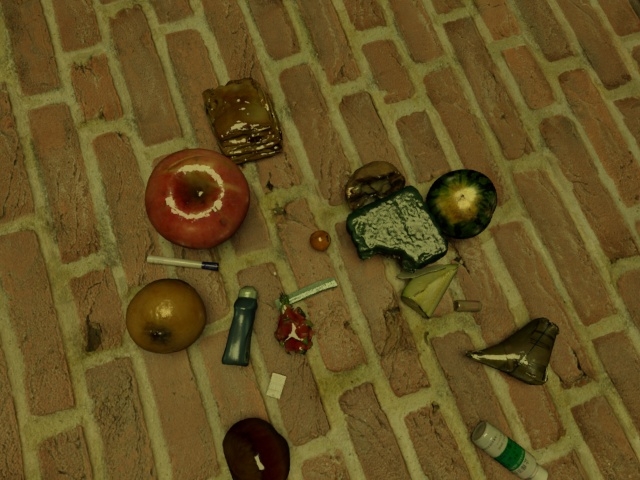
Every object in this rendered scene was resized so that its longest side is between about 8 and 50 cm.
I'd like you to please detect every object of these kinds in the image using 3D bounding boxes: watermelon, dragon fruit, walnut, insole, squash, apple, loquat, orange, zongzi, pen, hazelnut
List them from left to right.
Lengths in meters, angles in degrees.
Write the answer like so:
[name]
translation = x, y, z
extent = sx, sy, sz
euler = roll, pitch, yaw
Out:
[loquat]
translation = -0.524, 0.261, 1.499
extent = 0.264, 0.263, 0.262
euler = 1, 76, -4
[pen]
translation = -0.518, 0.085, 1.653
extent = 0.270, 0.033, 0.033
euler = 6, 76, -2
[apple]
translation = -0.435, -0.143, 1.569
extent = 0.365, 0.364, 0.363
euler = 1, 76, -4
[hazelnut]
translation = -0.205, 0.702, 1.443
extent = 0.217, 0.217, 0.251
euler = -39, 58, -12
[dragon fruit]
translation = -0.101, 0.296, 1.564
extent = 0.135, 0.137, 0.235
euler = -14, 95, -22
[orange]
translation = -0.001, 0.000, 1.686
extent = 0.084, 0.083, 0.083
euler = 1, 76, -4
[walnut]
translation = 0.203, -0.233, 1.703
extent = 0.239, 0.204, 0.141
euler = -15, 64, -8
[insole]
translation = 0.389, 0.119, 1.694
extent = 0.192, 0.063, 0.010
euler = -14, 111, -4
[squash]
translation = 0.409, 0.144, 1.663
extent = 0.169, 0.093, 0.252
euler = 45, 73, -39
[watermelon]
translation = 0.532, -0.138, 1.669
extent = 0.270, 0.269, 0.268
euler = 1, 76, -4
[zongzi]
translation = 0.707, 0.369, 1.626
extent = 0.290, 0.123, 0.260
euler = 25, 71, 6

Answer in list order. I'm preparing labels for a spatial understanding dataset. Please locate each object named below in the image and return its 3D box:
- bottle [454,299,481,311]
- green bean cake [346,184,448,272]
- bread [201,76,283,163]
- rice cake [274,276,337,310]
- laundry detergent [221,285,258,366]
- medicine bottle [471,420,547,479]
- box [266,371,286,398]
[bottle]
translation = 0.564, 0.250, 1.680
extent = 0.097, 0.045, 0.045
euler = 2, 76, -4
[green bean cake]
translation = 0.280, -0.013, 1.659
extent = 0.308, 0.169, 0.299
euler = -24, 77, -5
[bread]
translation = -0.305, -0.486, 1.740
extent = 0.278, 0.167, 0.324
euler = -16, 79, -8
[rice cake]
translation = -0.054, 0.199, 1.652
extent = 0.246, 0.042, 0.045
euler = -22, 76, -8
[laundry detergent]
translation = -0.282, 0.298, 1.565
extent = 0.094, 0.143, 0.289
euler = 5, 72, 5
[medicine bottle]
translation = 0.663, 0.748, 1.539
extent = 0.260, 0.095, 0.095
euler = 35, 76, 5
[box]
translation = -0.158, 0.520, 1.574
extent = 0.053, 0.024, 0.083
euler = 16, 74, 0
